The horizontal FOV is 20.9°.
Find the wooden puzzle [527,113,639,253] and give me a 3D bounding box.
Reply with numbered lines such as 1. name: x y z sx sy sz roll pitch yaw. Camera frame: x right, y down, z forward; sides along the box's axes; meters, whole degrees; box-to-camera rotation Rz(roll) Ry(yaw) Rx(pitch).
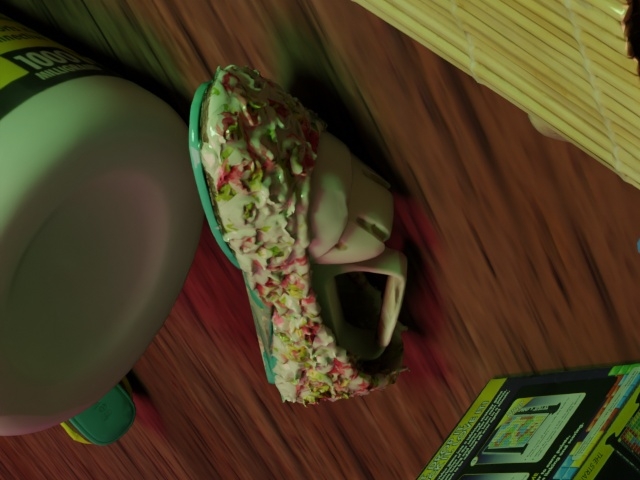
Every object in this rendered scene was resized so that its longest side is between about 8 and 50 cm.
1. wooden puzzle: 0.218 0.008 0.436 0.348 0.080 0.322 37 157 10

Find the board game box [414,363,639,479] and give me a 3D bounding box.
1. board game box: 0.078 0.135 0.772 0.048 0.170 0.141 45 158 -12

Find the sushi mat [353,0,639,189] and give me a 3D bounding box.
1. sushi mat: -0.008 -0.132 0.534 0.316 0.019 0.151 40 163 40

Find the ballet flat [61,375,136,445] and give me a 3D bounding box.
1. ballet flat: -0.201 0.062 1.220 0.077 0.077 0.231 40 163 40

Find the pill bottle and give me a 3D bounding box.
1. pill bottle: -0.239 -0.052 0.915 0.334 0.188 0.188 28 154 28

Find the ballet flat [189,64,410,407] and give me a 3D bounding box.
1. ballet flat: 0.000 0.000 0.796 0.077 0.091 0.241 2 151 10
